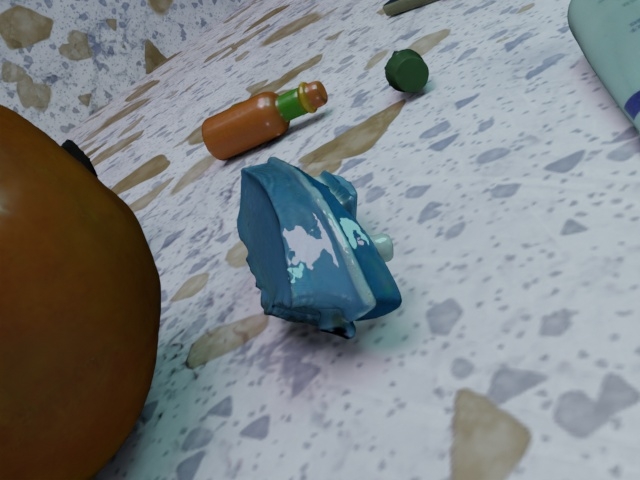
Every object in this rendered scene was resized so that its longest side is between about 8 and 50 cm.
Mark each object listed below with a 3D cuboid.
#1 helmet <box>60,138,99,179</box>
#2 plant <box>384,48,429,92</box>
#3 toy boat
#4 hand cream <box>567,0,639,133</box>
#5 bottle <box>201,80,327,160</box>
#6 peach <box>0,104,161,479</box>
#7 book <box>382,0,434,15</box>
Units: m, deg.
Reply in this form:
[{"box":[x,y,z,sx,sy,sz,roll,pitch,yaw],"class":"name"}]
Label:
[{"box":[-0.365,-0.005,0.818,0.225,0.177,0.305,-34,18,-17],"class":"helmet"},{"box":[0.101,-0.208,0.794,0.051,0.051,0.102,-30,20,5],"class":"plant"},{"box":[0.000,0.000,0.500,0.098,0.109,0.238,-2,21,-15],"class":"toy boat"},{"box":[0.264,-0.125,0.480,0.109,0.067,0.320,-24,34,16],"class":"hand cream"},{"box":[-0.076,-0.173,0.915,0.187,0.069,0.069,-17,29,25],"class":"bottle"},{"box":[-0.283,0.064,0.439,0.343,0.342,0.301,-27,9,12],"class":"peach"},{"box":[0.250,-0.491,1.154,0.191,0.025,0.269,-1,39,47],"class":"book"}]
